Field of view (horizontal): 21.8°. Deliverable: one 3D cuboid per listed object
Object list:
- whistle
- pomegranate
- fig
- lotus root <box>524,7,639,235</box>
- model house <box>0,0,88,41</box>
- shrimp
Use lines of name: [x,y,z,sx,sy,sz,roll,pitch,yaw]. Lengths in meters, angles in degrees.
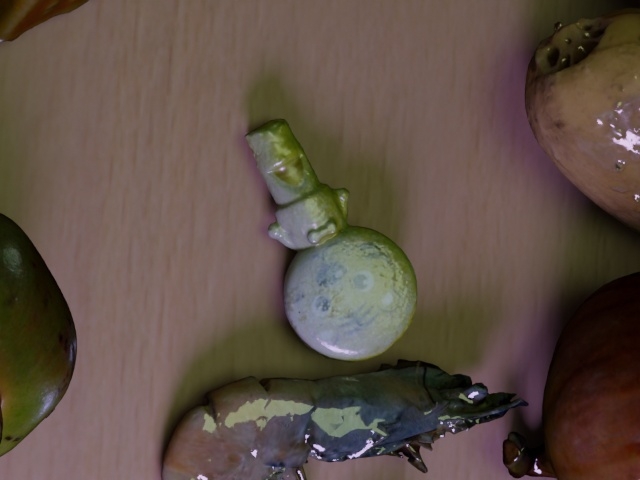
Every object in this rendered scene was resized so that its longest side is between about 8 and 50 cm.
whistle: [0.000,0.000,1.272,0.104,0.057,0.198,-29,95,-8]
pomegranate: [-0.241,0.075,1.062,0.180,0.209,0.180,-6,117,-13]
fig: [0.276,0.142,1.332,0.235,0.214,0.235,16,56,-26]
lotus root: [0.311,-0.061,1.353,0.343,0.169,0.151,36,58,-20]
model house: [-0.178,-0.246,1.092,0.239,0.268,0.173,16,63,-27]
shrimp: [0.022,0.186,1.272,0.289,0.075,0.178,-5,100,-27]
